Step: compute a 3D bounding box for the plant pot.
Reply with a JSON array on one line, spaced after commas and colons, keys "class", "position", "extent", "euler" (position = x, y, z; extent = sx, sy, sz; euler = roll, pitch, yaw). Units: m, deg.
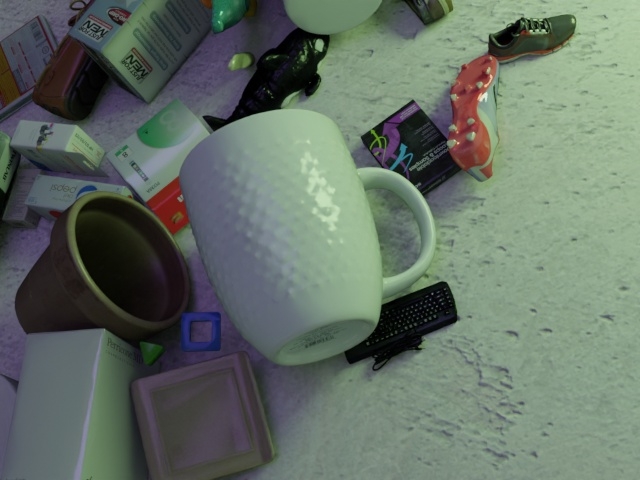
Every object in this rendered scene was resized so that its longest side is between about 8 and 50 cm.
[{"class": "plant pot", "position": [-0.392, 0.082, 1.469], "extent": [0.229, 0.263, 0.263], "euler": [-32, 57, 25]}]

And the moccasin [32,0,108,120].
[{"class": "moccasin", "position": [-0.474, -0.432, 1.807], "extent": [0.147, 0.139, 0.380], "euler": [24, 86, 20]}]

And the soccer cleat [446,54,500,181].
[{"class": "soccer cleat", "position": [0.263, -0.208, 1.439], "extent": [0.083, 0.095, 0.248], "euler": [-14, 43, 32]}]

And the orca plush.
[{"class": "orca plush", "position": [-0.105, -0.314, 1.612], "extent": [0.287, 0.102, 0.151], "euler": [-34, 58, 3]}]

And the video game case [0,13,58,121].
[{"class": "video game case", "position": [-0.704, -0.359, 1.917], "extent": [0.285, 0.025, 0.204], "euler": [-33, 58, 4]}]

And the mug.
[{"class": "mug", "position": [0.000, 0.000, 1.344], "extent": [0.374, 0.276, 0.328], "euler": [-13, 66, -15]}]

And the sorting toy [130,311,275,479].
[{"class": "sorting toy", "position": [-0.185, 0.286, 1.358], "extent": [0.196, 0.047, 0.347], "euler": [-16, 75, -4]}]

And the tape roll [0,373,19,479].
[{"class": "tape roll", "position": [-0.601, 0.364, 1.481], "extent": [0.286, 0.100, 0.286], "euler": [-9, 63, 18]}]

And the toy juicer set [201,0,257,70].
[{"class": "toy juicer set", "position": [-0.177, -0.450, 1.642], "extent": [0.090, 0.209, 0.328], "euler": [-1, 83, 5]}]

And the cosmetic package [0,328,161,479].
[{"class": "cosmetic package", "position": [-0.377, 0.341, 1.349], "extent": [0.155, 0.197, 0.365], "euler": [-6, 65, 19]}]

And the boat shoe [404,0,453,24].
[{"class": "boat shoe", "position": [0.155, -0.483, 1.606], "extent": [0.073, 0.080, 0.223], "euler": [-36, 62, -4]}]

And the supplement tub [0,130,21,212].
[{"class": "supplement tub", "position": [-0.733, -0.062, 1.678], "extent": [0.207, 0.207, 0.337], "euler": [3, 67, 23]}]

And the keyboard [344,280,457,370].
[{"class": "keyboard", "position": [0.121, 0.132, 1.345], "extent": [0.192, 0.038, 0.100], "euler": [-24, 59, 10]}]

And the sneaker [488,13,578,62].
[{"class": "sneaker", "position": [0.360, -0.352, 1.469], "extent": [0.158, 0.065, 0.061], "euler": [-20, 60, 12]}]

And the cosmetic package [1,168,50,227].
[{"class": "cosmetic package", "position": [-0.586, -0.084, 1.727], "extent": [0.060, 0.041, 0.115], "euler": [3, 66, 23]}]

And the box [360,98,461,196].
[{"class": "box", "position": [0.157, -0.152, 1.474], "extent": [0.116, 0.029, 0.162], "euler": [-36, 60, 2]}]

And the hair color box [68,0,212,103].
[{"class": "hair color box", "position": [-0.304, -0.481, 1.723], "extent": [0.114, 0.185, 0.374], "euler": [32, 80, 30]}]

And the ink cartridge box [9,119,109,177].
[{"class": "ink cartridge box", "position": [-0.503, -0.180, 1.704], "extent": [0.181, 0.104, 0.061], "euler": [9, 70, 24]}]

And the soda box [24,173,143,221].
[{"class": "soda box", "position": [-0.452, -0.070, 1.648], "extent": [0.216, 0.074, 0.069], "euler": [9, 69, 25]}]

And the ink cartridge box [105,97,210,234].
[{"class": "ink cartridge box", "position": [-0.274, -0.142, 1.618], "extent": [0.181, 0.056, 0.224], "euler": [-40, 56, -7]}]

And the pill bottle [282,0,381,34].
[{"class": "pill bottle", "position": [-0.015, -0.592, 1.631], "extent": [0.224, 0.224, 0.392], "euler": [-22, 57, 11]}]
